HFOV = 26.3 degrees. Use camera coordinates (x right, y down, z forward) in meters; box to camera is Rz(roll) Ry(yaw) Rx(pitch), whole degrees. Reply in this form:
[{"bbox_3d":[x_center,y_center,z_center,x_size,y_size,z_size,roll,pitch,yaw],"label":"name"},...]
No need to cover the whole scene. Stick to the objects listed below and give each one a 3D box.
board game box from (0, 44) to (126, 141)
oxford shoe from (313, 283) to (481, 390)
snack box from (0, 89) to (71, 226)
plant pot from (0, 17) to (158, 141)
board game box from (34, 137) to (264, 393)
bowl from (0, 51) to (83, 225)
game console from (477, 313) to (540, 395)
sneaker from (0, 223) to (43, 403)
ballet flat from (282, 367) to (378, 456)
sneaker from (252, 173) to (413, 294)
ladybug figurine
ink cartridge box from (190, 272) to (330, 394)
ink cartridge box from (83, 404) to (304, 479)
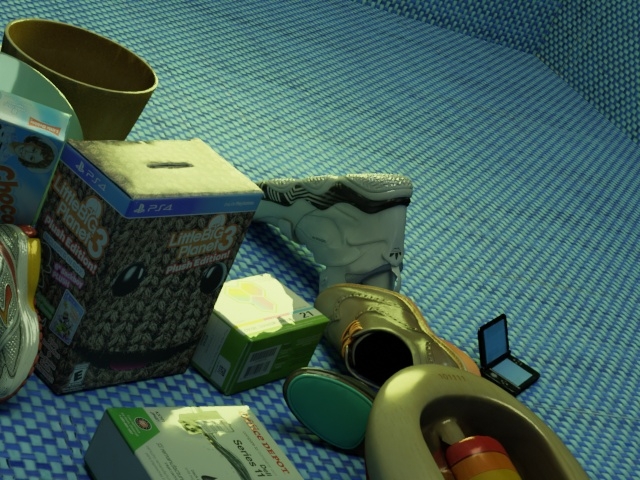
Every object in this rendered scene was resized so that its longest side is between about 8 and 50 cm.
[{"bbox_3d":[-0.552,-0.307,2.362,0.389,0.050,0.390,19,14,-32],"label":"board game box"},{"bbox_3d":[0.080,0.140,1.976,0.132,0.130,0.363,19,6,-37],"label":"oxford shoe"},{"bbox_3d":[-0.446,-0.060,1.707,0.187,0.322,0.060,19,42,-14],"label":"snack box"},{"bbox_3d":[-0.399,-0.171,2.080,0.237,0.254,0.237,20,23,-9],"label":"plant pot"},{"bbox_3d":[-0.244,0.028,1.757,0.141,0.291,0.232,39,27,31],"label":"board game box"},{"bbox_3d":[-0.485,-0.095,1.832,0.311,0.312,0.163,19,41,-14],"label":"bowl"},{"bbox_3d":[0.310,0.187,2.245,0.107,0.071,0.122,33,25,20],"label":"game console"},{"bbox_3d":[-0.393,0.087,1.645,0.092,0.088,0.225,11,64,-38],"label":"sneaker"},{"bbox_3d":[0.069,0.250,1.861,0.280,0.095,0.096,32,12,-10],"label":"ballet flat"},{"bbox_3d":[0.000,0.000,2.274,0.365,0.210,0.137,-2,-1,43],"label":"sneaker"},{"bbox_3d":[0.195,0.340,1.652,0.305,0.162,0.449,9,33,-25],"label":"ladybug figurine"},{"bbox_3d":[-0.147,0.095,1.959,0.255,0.097,0.188,37,26,26],"label":"ink cartridge box"},{"bbox_3d":[-0.145,0.270,1.592,0.208,0.087,0.153,4,31,-41],"label":"ink cartridge box"}]
